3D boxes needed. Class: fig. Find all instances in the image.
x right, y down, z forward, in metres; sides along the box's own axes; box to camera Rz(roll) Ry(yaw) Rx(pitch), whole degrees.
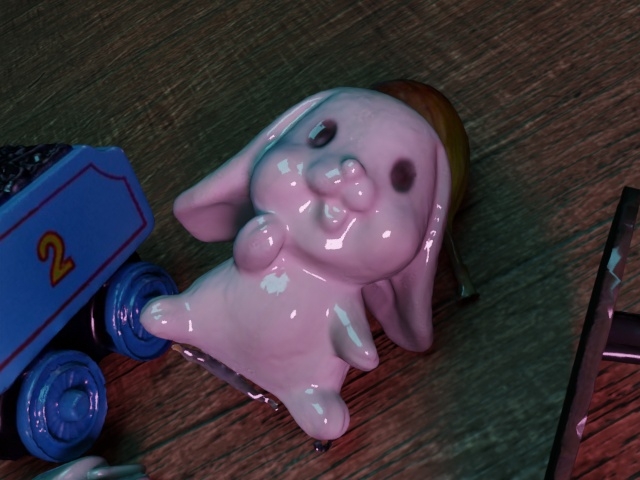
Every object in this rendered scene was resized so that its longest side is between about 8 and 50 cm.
[{"bbox_3d":[0.093,-0.048,0.787,0.160,0.230,0.143,-24,2,-19],"label":"fig"}]

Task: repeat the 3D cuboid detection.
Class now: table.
[{"bbox_3d":[0.267,0.121,0.436,0.249,0.317,0.317,14,58,19],"label":"table"}]

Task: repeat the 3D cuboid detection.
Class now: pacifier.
[{"bbox_3d":[-0.208,0.255,0.688,0.150,0.127,0.116,-27,79,27],"label":"pacifier"}]

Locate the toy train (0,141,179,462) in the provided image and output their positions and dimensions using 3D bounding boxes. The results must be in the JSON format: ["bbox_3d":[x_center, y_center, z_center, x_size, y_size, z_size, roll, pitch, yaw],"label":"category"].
[{"bbox_3d":[-0.289,0.050,0.761,0.188,0.265,0.300,-1,35,28],"label":"toy train"}]

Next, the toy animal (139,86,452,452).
[{"bbox_3d":[0.004,0.018,0.678,0.289,0.249,0.174,-35,9,20],"label":"toy animal"}]
